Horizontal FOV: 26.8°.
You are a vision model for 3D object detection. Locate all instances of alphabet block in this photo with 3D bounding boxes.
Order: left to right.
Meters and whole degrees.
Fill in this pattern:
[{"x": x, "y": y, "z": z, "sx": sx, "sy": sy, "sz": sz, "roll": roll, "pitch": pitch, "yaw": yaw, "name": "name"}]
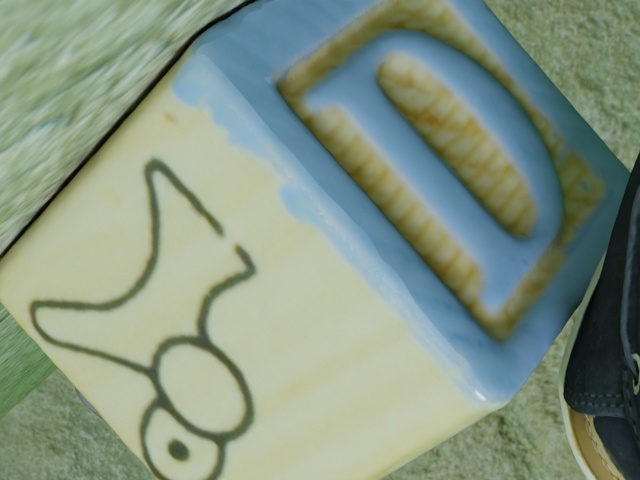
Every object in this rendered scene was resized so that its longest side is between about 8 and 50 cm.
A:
[{"x": 0.000, "y": 0.000, "z": 0.633, "sx": 0.197, "sy": 0.192, "sz": 0.193, "roll": -39, "pitch": -179, "yaw": 42, "name": "alphabet block"}]

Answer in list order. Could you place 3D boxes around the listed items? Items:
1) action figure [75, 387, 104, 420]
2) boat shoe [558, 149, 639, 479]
[{"x": -0.070, "y": -0.012, "z": 1.032, "sx": 0.330, "sy": 0.178, "sz": 0.341, "roll": -48, "pitch": 154, "yaw": 5, "name": "action figure"}, {"x": 0.235, "y": -0.108, "z": 0.489, "sx": 0.156, "sy": 0.187, "sz": 0.500, "roll": 1, "pitch": 113, "yaw": -84, "name": "boat shoe"}]
